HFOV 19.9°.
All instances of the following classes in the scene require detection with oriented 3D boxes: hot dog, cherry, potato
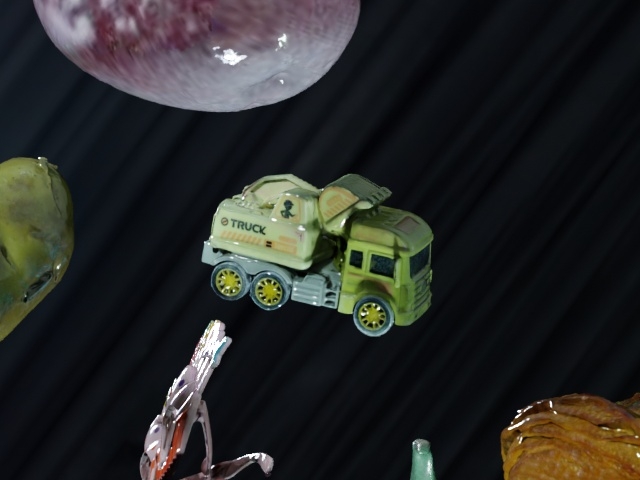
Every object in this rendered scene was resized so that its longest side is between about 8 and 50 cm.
[{"bbox_3d":[0.279,0.187,1.552,0.196,0.122,0.272,5,-176,-39],"label":"hot dog"},{"bbox_3d":[-0.073,-0.192,1.220,0.183,0.266,0.213,46,-149,-59],"label":"cherry"},{"bbox_3d":[-0.340,0.024,1.830,0.143,0.248,0.169,10,134,31],"label":"potato"}]

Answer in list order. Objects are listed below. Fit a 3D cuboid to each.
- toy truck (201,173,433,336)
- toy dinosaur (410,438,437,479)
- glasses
[{"bbox_3d":[0.000,0.000,1.508,0.191,0.116,0.085,13,-161,19],"label":"toy truck"},{"bbox_3d":[0.056,0.270,1.465,0.079,0.292,0.120,-3,-160,-29],"label":"toy dinosaur"},{"bbox_3d":[-0.111,0.177,1.726,0.095,0.162,0.255,12,144,-16],"label":"glasses"}]
